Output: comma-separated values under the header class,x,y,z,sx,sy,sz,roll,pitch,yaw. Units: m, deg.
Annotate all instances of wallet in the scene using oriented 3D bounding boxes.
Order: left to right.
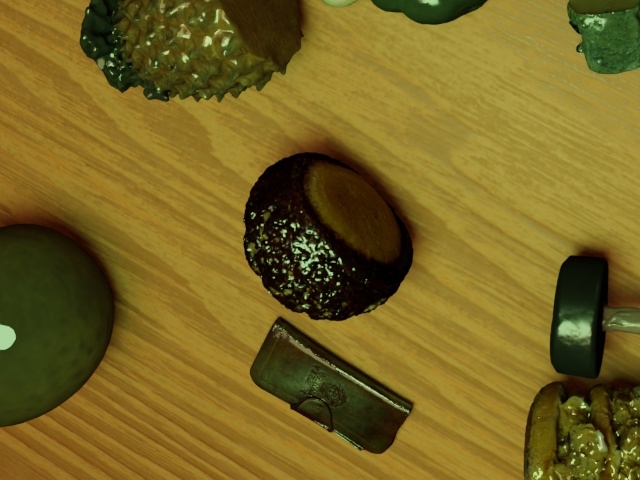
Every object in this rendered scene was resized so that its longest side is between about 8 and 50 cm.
class,x,y,z,sx,sy,sz,roll,pitch,yaw
wallet,0.012,0.239,1.308,0.255,0.031,0.137,31,120,10

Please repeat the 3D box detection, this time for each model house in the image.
class,x,y,z,sx,sy,sz,roll,pitch,yaw
model house,0.327,-0.236,0.953,0.079,0.066,0.083,-6,127,16

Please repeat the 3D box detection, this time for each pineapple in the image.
class,x,y,z,sx,sy,sz,roll,pitch,yaw
pineapple,-0.205,-0.281,1.106,0.357,0.223,0.223,-7,108,39

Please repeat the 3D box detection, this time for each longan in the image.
class,x,y,z,sx,sy,sz,roll,pitch,yaw
longan,-0.514,0.128,1.347,0.361,0.361,0.361,9,115,21

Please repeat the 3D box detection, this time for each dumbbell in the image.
class,x,y,z,sx,sy,sz,roll,pitch,yaw
dumbbell,0.397,0.100,0.998,0.218,0.152,0.152,5,113,23

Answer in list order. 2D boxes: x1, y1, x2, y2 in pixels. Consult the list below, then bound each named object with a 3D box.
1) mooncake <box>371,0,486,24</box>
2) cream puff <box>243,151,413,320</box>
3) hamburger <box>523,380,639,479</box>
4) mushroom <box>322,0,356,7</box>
class,x,y,z,sx,sy,sz,roll,pitch,yaw
mooncake,0.131,-0.338,0.971,0.168,0.104,0.175,49,119,6
cream puff,0.000,0.000,1.094,0.239,0.239,0.165,47,120,0
hamburger,0.372,0.305,1.051,0.211,0.245,0.260,-8,85,18
mushroom,0.022,-0.335,1.040,0.084,0.067,0.083,7,115,15
